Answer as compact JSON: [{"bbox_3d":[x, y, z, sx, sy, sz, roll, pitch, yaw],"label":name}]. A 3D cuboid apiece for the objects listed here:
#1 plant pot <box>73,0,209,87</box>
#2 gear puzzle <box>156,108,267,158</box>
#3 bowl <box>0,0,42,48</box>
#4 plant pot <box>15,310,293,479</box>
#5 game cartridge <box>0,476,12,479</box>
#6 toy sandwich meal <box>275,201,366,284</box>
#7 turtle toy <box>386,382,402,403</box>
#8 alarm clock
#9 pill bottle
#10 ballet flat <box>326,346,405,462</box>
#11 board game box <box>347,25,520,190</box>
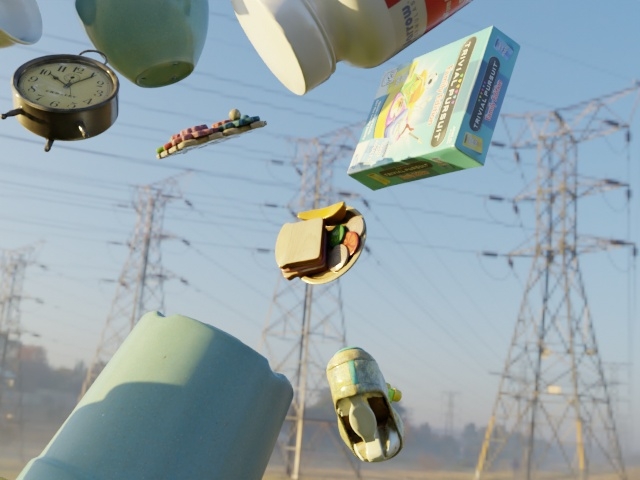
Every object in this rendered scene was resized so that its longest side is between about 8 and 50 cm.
[{"bbox_3d":[-0.364,-0.446,1.848,0.290,0.195,0.290,-18,-9,-3],"label":"plant pot"},{"bbox_3d":[-0.228,-0.202,1.636,0.176,0.044,0.339,-19,7,-20],"label":"gear puzzle"},{"bbox_3d":[-0.739,-0.521,1.814,0.134,0.297,0.298,-26,-22,13],"label":"bowl"},{"bbox_3d":[-0.219,0.300,1.183,0.341,0.334,0.341,22,-26,11],"label":"plant pot"},{"bbox_3d":[-0.437,0.496,1.256,0.053,0.285,0.324,-36,-47,15],"label":"game cartridge"},{"bbox_3d":[0.000,0.000,0.731,0.086,0.085,0.029,-6,-32,37],"label":"toy sandwich meal"},{"bbox_3d":[0.093,0.303,1.675,0.095,0.066,0.130,20,-1,-21],"label":"turtle toy"},{"bbox_3d":[-0.316,-0.191,1.089,0.129,0.192,0.064,13,-45,0],"label":"alarm clock"},{"bbox_3d":[0.090,-0.382,1.156,0.408,0.229,0.229,-37,-10,-9],"label":"pill bottle"},{"bbox_3d":[0.089,0.338,1.568,0.123,0.123,0.348,0,-44,19],"label":"ballet flat"},{"bbox_3d":[0.209,-0.245,1.649,0.079,0.253,0.336,28,-19,-26],"label":"board game box"}]
